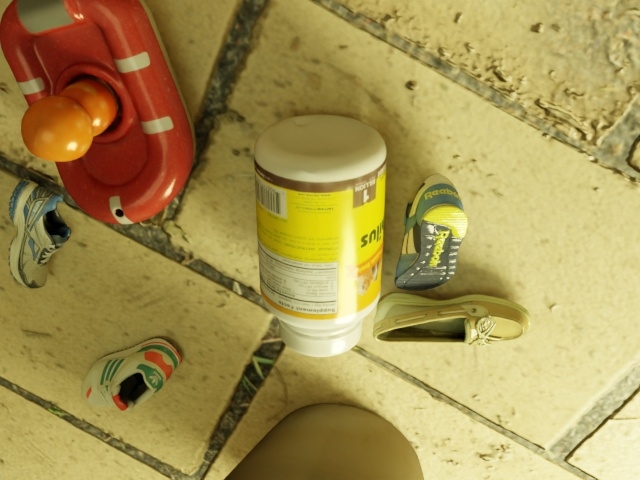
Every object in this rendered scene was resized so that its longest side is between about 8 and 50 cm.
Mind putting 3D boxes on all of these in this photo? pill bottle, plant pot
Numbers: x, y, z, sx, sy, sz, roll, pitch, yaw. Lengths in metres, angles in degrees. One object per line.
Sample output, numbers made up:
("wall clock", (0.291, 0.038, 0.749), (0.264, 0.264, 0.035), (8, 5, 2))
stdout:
("pill bottle", (0.000, 0.000, 0.774), (0.117, 0.117, 0.215), (8, 123, 13))
("plant pot", (-0.003, 0.336, 0.882), (0.323, 0.280, 0.323), (8, 122, 14))

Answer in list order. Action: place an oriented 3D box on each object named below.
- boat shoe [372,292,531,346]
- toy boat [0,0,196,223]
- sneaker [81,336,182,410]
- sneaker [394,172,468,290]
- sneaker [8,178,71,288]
("boat shoe", (0.129, 0.085, 0.818), (0.153, 0.048, 0.056), (6, 135, 9))
("toy boat", (-0.213, -0.115, 0.750), (0.151, 0.151, 0.231), (-8, 117, 22))
("sneaker", (-0.238, 0.171, 0.979), (0.161, 0.075, 0.057), (-26, 109, 29))
("sneaker", (0.103, -0.003, 0.783), (0.053, 0.059, 0.144), (1, 143, -11))
("sneaker", (-0.307, 0.001, 0.913), (0.058, 0.052, 0.135), (13, 124, 5))
